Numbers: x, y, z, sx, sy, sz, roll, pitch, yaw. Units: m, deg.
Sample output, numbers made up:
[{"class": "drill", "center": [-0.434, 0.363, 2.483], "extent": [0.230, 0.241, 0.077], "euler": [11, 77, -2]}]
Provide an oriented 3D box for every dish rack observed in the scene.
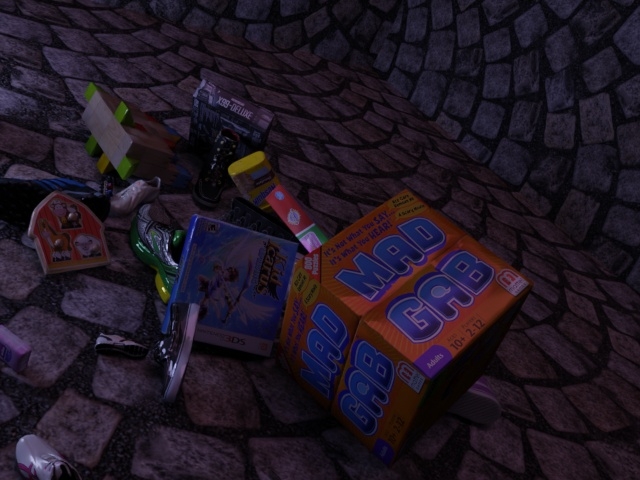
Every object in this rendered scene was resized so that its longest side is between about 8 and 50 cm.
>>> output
[{"class": "dish rack", "center": [-0.209, -0.009, 2.063], "extent": [0.208, 0.074, 0.271], "euler": [31, 27, 9]}]

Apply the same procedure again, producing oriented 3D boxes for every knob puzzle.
[{"class": "knob puzzle", "center": [-0.569, -0.026, 1.706], "extent": [0.213, 0.030, 0.213], "euler": [26, 51, -36]}]

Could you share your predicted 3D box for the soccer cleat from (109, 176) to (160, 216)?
[{"class": "soccer cleat", "center": [-0.495, -0.123, 1.998], "extent": [0.068, 0.076, 0.196], "euler": [33, 27, 11]}]

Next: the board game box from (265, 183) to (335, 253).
[{"class": "board game box", "center": [0.000, 0.000, 2.135], "extent": [0.316, 0.064, 0.242], "euler": [50, 6, 37]}]

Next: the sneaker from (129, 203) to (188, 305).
[{"class": "sneaker", "center": [-0.349, 0.014, 1.814], "extent": [0.134, 0.146, 0.343], "euler": [2, 36, -41]}]

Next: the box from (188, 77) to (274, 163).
[{"class": "box", "center": [-0.287, -0.349, 2.368], "extent": [0.243, 0.307, 0.076], "euler": [26, 66, -1]}]

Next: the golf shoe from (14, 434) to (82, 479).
[{"class": "golf shoe", "center": [-0.418, 0.367, 1.192], "extent": [0.186, 0.085, 0.068], "euler": [40, 31, 27]}]

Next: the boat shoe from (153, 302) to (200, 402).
[{"class": "boat shoe", "center": [-0.301, 0.219, 1.527], "extent": [0.076, 0.080, 0.228], "euler": [13, 54, -7]}]

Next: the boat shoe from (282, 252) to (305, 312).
[{"class": "boat shoe", "center": [-0.045, 0.144, 1.901], "extent": [0.367, 0.135, 0.156], "euler": [29, 28, -18]}]

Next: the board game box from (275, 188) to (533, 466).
[{"class": "board game box", "center": [0.167, 0.183, 1.633], "extent": [0.356, 0.356, 0.356], "euler": [39, 52, 23]}]

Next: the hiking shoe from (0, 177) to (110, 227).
[{"class": "hiking shoe", "center": [-0.662, -0.095, 1.791], "extent": [0.304, 0.113, 0.132], "euler": [9, 16, -42]}]

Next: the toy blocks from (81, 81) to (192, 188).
[{"class": "toy blocks", "center": [-0.518, -0.291, 2.205], "extent": [0.261, 0.190, 0.381], "euler": [15, 27, -48]}]

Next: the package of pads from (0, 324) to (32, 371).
[{"class": "package of pads", "center": [-0.572, 0.199, 1.387], "extent": [0.083, 0.050, 0.032], "euler": [34, 27, 13]}]

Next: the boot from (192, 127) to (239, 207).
[{"class": "boot", "center": [-0.306, -0.217, 2.224], "extent": [0.085, 0.178, 0.236], "euler": [21, 27, -13]}]

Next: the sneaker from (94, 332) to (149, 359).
[{"class": "sneaker", "center": [-0.402, 0.211, 1.532], "extent": [0.109, 0.040, 0.043], "euler": [15, 27, -23]}]

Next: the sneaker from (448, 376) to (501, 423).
[{"class": "sneaker", "center": [0.311, 0.351, 1.892], "extent": [0.282, 0.102, 0.161], "euler": [30, 19, -11]}]

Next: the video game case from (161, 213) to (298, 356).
[{"class": "video game case", "center": [-0.198, 0.103, 1.677], "extent": [0.245, 0.269, 0.061], "euler": [16, -5, -22]}]

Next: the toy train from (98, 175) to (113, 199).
[{"class": "toy train", "center": [-0.564, -0.137, 1.984], "extent": [0.036, 0.027, 0.158], "euler": [-9, 26, -9]}]

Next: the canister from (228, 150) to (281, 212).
[{"class": "canister", "center": [-0.184, -0.167, 2.220], "extent": [0.073, 0.126, 0.169], "euler": [-110, 174, -51]}]
